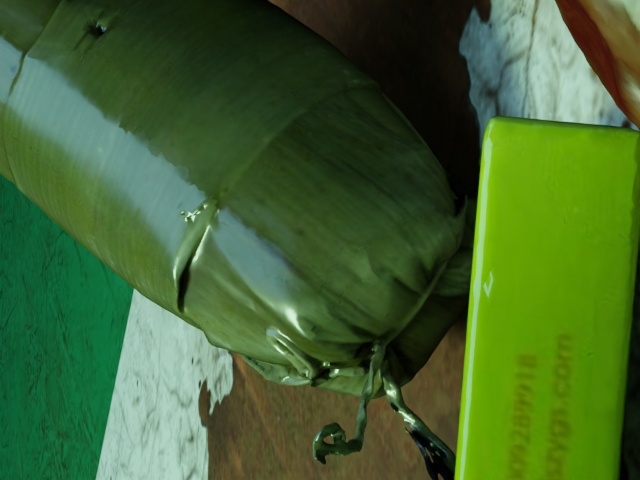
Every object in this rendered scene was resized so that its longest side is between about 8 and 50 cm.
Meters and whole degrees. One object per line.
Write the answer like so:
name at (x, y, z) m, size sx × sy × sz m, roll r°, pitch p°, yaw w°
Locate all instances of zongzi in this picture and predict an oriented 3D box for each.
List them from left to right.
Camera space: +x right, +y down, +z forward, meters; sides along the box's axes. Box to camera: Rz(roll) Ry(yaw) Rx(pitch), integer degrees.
zongzi at (0.000, 0.000, 0.953) m, size 0.447 × 0.418 × 0.181 m, roll 38°, pitch 91°, yaw 26°

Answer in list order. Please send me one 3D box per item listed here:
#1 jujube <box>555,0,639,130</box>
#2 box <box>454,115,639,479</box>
jujube at (0.146, -0.131, 0.388) m, size 0.223 × 0.223 × 0.318 m, roll 116°, pitch 152°, yaw -44°
box at (0.080, 0.060, 0.565) m, size 0.335 × 0.047 × 0.187 m, roll -2°, pitch -84°, yaw -80°
